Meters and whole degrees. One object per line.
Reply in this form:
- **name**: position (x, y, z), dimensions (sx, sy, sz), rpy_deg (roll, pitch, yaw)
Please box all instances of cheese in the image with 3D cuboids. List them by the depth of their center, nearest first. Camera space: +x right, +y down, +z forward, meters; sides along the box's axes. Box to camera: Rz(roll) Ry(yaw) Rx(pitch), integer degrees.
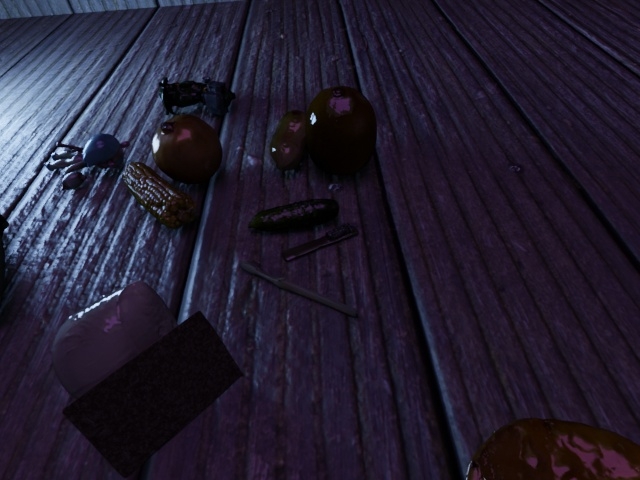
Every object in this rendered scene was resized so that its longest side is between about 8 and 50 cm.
- **cheese**: position (-0.340, 0.186, 0.683), dimensions (0.188, 0.198, 0.154), rpy_deg (-21, 12, 4)

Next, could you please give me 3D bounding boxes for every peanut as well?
- **peanut**: position (-0.079, -0.289, 1.166), dimensions (0.120, 0.110, 0.237), rpy_deg (10, 49, 2)

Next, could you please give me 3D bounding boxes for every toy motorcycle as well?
- **toy motorcycle**: position (-0.437, -0.497, 1.387), dimensions (0.274, 0.125, 0.187), rpy_deg (11, 39, 14)

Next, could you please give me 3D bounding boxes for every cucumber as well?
- **cucumber**: position (-0.066, -0.058, 0.976), dimensions (0.227, 0.069, 0.069), rpy_deg (-10, 46, -1)

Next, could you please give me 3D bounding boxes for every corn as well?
- **corn**: position (-0.424, -0.125, 1.042), dimensions (0.101, 0.101, 0.291), rpy_deg (-36, 55, -27)

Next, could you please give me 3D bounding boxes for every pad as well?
- **pad**: position (-0.252, 0.241, 0.649), dimensions (0.235, 0.158, 0.003), rpy_deg (-38, 26, -27)

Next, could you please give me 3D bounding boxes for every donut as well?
- **donut**: position (0.314, 0.366, 0.507), dimensions (0.277, 0.109, 0.278), rpy_deg (-3, 46, 3)

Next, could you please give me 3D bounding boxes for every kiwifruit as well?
- **kiwifruit**: position (0.053, -0.292, 1.072), dimensions (0.195, 0.234, 0.196), rpy_deg (-5, 47, 6)

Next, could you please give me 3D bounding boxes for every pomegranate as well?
- **pomegranate**: position (-0.357, -0.249, 1.098), dimensions (0.191, 0.191, 0.191), rpy_deg (-2, 46, 2)

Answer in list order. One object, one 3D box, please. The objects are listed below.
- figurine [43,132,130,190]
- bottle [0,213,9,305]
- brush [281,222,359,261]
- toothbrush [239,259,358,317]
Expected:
- **figurine**: position (-0.695, -0.234, 1.166), dimensions (0.259, 0.103, 0.206), rpy_deg (-2, 43, 16)
- **bottle**: position (-0.780, 0.038, 0.873), dimensions (0.168, 0.169, 0.347), rpy_deg (-22, 45, -16)
- **brush**: position (0.000, 0.000, 0.939), dimensions (0.190, 0.028, 0.034), rpy_deg (-21, 46, -14)
- **toothbrush**: position (-0.052, 0.099, 0.849), dimensions (0.294, 0.026, 0.028), rpy_deg (23, 37, 24)
